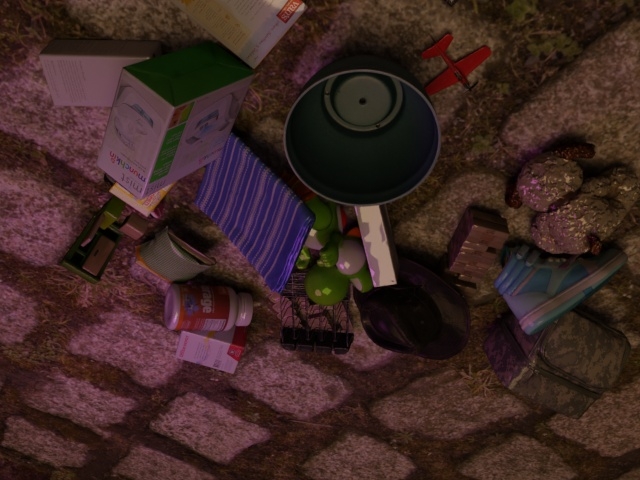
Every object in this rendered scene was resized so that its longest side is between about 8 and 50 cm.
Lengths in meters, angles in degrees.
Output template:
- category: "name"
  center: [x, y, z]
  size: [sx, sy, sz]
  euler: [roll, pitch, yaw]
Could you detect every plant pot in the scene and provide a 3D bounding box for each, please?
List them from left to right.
- category: "plant pot"
  center: [0.083, -0.242, 1.228]
  size: [0.293, 0.196, 0.293]
  euler: [3, 131, 3]

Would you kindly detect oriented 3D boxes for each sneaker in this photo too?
- category: "sneaker"
  center: [-0.448, -0.116, 1.483]
  size: [0.074, 0.063, 0.170]
  euler: [-23, 122, 27]
- category: "sneaker"
  center: [0.559, 0.061, 1.492]
  size: [0.319, 0.208, 0.127]
  euler: [-30, 155, -14]

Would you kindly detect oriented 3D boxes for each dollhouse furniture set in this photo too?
- category: "dollhouse furniture set"
  center: [-0.442, 0.055, 1.531]
  size: [0.301, 0.151, 0.197]
  euler: [36, 146, -24]

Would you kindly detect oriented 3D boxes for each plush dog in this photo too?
- category: "plush dog"
  center: [0.521, -0.088, 1.339]
  size: [0.225, 0.210, 0.262]
  euler: [47, 123, -2]

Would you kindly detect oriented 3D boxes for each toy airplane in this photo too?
- category: "toy airplane"
  center: [0.259, -0.349, 1.229]
  size: [0.151, 0.028, 0.151]
  euler: [2, 129, 2]

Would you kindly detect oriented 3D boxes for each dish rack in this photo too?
- category: "dish rack"
  center: [-0.013, 0.189, 1.659]
  size: [0.208, 0.074, 0.272]
  euler: [3, 122, 5]

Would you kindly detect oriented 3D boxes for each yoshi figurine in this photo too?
- category: "yoshi figurine"
  center: [-0.014, 0.020, 1.453]
  size: [0.203, 0.204, 0.362]
  euler: [-25, 120, 25]

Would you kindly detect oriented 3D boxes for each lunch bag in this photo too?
- category: "lunch bag"
  center: [0.619, 0.284, 1.625]
  size: [0.305, 0.212, 0.256]
  euler: [27, 111, -17]

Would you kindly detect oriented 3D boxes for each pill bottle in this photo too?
- category: "pill bottle"
  center: [-0.295, 0.179, 1.650]
  size: [0.216, 0.121, 0.121]
  euler: [5, 134, -27]

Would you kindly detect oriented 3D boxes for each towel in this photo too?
- category: "towel"
  center: [-0.156, -0.069, 1.368]
  size: [0.336, 0.040, 0.243]
  euler: [45, 133, 23]

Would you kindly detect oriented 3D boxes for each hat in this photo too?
- category: "hat"
  center: [0.200, 0.199, 1.554]
  size: [0.331, 0.134, 0.331]
  euler: [18, 127, 26]

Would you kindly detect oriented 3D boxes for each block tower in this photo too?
- category: "block tower"
  center: [0.349, 0.068, 1.534]
  size: [0.097, 0.091, 0.335]
  euler: [15, 131, -6]

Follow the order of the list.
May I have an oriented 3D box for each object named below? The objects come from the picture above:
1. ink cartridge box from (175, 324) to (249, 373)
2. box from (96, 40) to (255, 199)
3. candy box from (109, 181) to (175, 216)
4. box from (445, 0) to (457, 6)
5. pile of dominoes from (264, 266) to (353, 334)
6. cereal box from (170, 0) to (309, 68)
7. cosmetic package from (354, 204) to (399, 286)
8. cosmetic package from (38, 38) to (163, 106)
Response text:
- category: "ink cartridge box"
  center: [-0.302, 0.268, 1.749]
  size: [0.176, 0.127, 0.128]
  euler: [18, 130, -9]
- category: "box"
  center: [-0.283, -0.239, 1.215]
  size: [0.126, 0.262, 0.231]
  euler: [37, 127, 7]
- category: "candy box"
  center: [-0.376, -0.160, 1.415]
  size: [0.105, 0.027, 0.206]
  euler: [37, 104, -25]
- category: "box"
  center: [0.219, -0.509, 1.096]
  size: [0.162, 0.029, 0.116]
  euler: [34, 125, -23]
- category: "pile of dominoes"
  center: [-0.031, 0.175, 1.717]
  size: [0.196, 0.040, 0.251]
  euler: [-13, 120, 17]
- category: "cereal box"
  center: [-0.164, -0.462, 1.165]
  size: [0.240, 0.047, 0.173]
  euler: [36, 125, -23]
- category: "cosmetic package"
  center: [0.128, -0.022, 1.432]
  size: [0.060, 0.099, 0.239]
  euler: [-10, 110, 14]
- category: "cosmetic package"
  center: [-0.437, -0.342, 1.274]
  size: [0.231, 0.085, 0.117]
  euler: [2, 131, 2]
